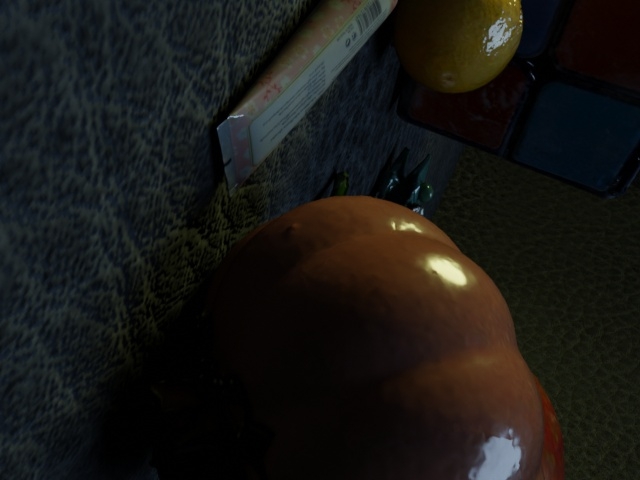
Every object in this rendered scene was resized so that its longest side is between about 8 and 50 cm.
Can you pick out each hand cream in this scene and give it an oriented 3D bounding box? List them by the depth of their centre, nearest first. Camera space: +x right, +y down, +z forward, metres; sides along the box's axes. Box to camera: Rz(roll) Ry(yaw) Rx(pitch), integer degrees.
[{"bbox_3d":[-0.005,-0.120,0.483,0.210,0.043,0.067,-55,163,-29],"label":"hand cream"}]

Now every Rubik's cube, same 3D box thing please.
[{"bbox_3d":[0.309,-0.298,0.913,0.318,0.313,0.316,99,17,-52],"label":"Rubik's cube"}]

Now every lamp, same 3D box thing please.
[{"bbox_3d":[0.006,0.124,0.501,0.305,0.239,0.305,168,-90,-71],"label":"lamp"}]

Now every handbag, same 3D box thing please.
[{"bbox_3d":[0.103,0.028,1.193,0.269,0.100,0.274,-59,168,-32],"label":"handbag"}]

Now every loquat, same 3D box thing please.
[{"bbox_3d":[0.136,-0.217,0.731,0.141,0.141,0.141,23,90,-80],"label":"loquat"}]

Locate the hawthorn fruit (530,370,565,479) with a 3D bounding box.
[{"bbox_3d":[0.063,0.267,0.845,0.403,0.403,0.403,23,90,-80],"label":"hawthorn fruit"}]

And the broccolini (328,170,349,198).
[{"bbox_3d":[-0.011,-0.007,0.731,0.074,0.058,0.201,-57,-165,41],"label":"broccolini"}]
